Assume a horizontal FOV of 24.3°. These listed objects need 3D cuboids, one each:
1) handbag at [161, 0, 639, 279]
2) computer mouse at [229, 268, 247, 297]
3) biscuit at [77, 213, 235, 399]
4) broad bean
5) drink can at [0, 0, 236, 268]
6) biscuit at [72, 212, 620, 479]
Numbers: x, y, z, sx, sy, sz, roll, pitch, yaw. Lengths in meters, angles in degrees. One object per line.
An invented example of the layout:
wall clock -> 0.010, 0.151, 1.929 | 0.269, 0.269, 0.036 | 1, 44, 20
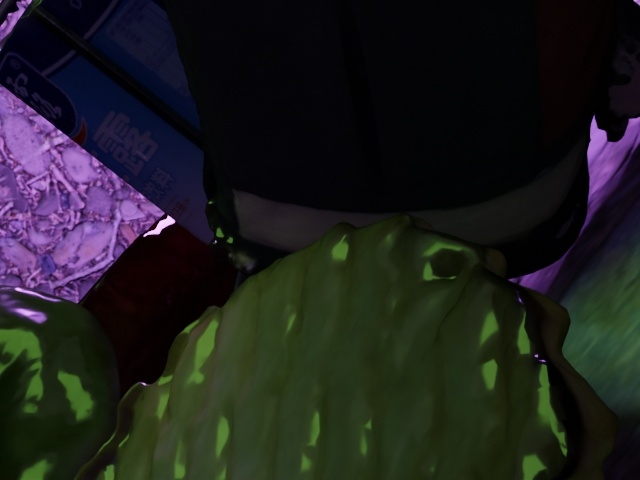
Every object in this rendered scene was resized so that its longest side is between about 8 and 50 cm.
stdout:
handbag -> 0.035, -0.111, 0.568 | 0.181, 0.181, 0.254 | 78, -169, -45
computer mouse -> 0.003, -0.001, 0.928 | 0.231, 0.071, 0.126 | 75, -142, -82
biscuit -> -0.158, 0.141, 1.062 | 0.407, 0.091, 0.407 | -56, -4, -5
broad bean -> -0.137, 0.093, 0.596 | 0.206, 0.072, 0.153 | 28, 92, 53
drink can -> -0.041, -0.046, 0.698 | 0.097, 0.235, 0.097 | -52, 6, 7
biscuit -> -0.028, 0.092, 0.422 | 0.273, 0.036, 0.187 | -48, 32, 25
